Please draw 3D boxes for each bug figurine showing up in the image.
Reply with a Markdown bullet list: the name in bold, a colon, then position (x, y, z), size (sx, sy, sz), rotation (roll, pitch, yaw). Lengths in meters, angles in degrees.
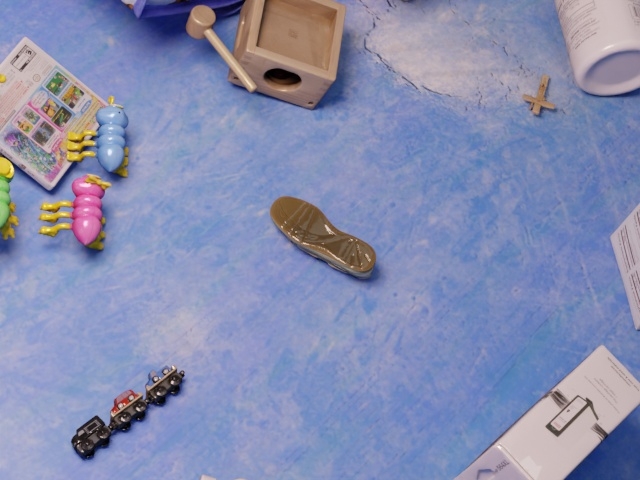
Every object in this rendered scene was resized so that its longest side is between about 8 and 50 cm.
- **bug figurine**: position (-0.330, -0.099, 1.611), size (0.279, 0.072, 0.216), rotation (12, 63, -37)

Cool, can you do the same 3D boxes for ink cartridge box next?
- **ink cartridge box**: position (0.270, 0.235, 1.606), size (0.203, 0.148, 0.086), rotation (-37, 78, -30)

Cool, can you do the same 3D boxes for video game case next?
- **video game case**: position (-0.352, -0.159, 1.692), size (0.143, 0.019, 0.157), rotation (40, 49, -14)

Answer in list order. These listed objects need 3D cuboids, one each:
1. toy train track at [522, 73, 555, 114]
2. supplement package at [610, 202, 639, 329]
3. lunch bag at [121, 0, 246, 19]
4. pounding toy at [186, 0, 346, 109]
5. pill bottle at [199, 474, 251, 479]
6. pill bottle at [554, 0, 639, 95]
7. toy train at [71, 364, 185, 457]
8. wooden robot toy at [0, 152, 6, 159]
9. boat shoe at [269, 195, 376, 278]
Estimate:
- **toy train track**: position (0.316, -0.208, 1.963), size (0.048, 0.014, 0.083), rotation (20, 51, 3)
- **supplement package**: position (0.523, 0.009, 1.784), size (0.194, 0.203, 0.149), rotation (0, 61, -16)
- **lunch bag**: position (-0.211, -0.468, 1.814), size (0.328, 0.239, 0.385), rotation (41, 29, 11)
- **pounding toy**: position (-0.086, -0.250, 1.809), size (0.206, 0.094, 0.181), rotation (17, 61, -16)
- **pill bottle**: position (-0.065, 0.313, 1.494), size (0.160, 0.087, 0.087), rotation (19, 57, -6)
- **pill bottle**: position (0.414, -0.339, 1.998), size (0.131, 0.131, 0.229), rotation (1, 61, -17)
- **toy train**: position (-0.220, 0.191, 1.556), size (0.158, 0.027, 0.036), rotation (-36, 65, -30)
- **wooden robot toy**: position (-0.444, -0.090, 1.620), size (0.173, 0.079, 0.076), rotation (-33, 74, -31)
- **boat shoe**: position (0.002, -0.001, 1.731), size (0.153, 0.048, 0.056), rotation (29, 68, 9)
